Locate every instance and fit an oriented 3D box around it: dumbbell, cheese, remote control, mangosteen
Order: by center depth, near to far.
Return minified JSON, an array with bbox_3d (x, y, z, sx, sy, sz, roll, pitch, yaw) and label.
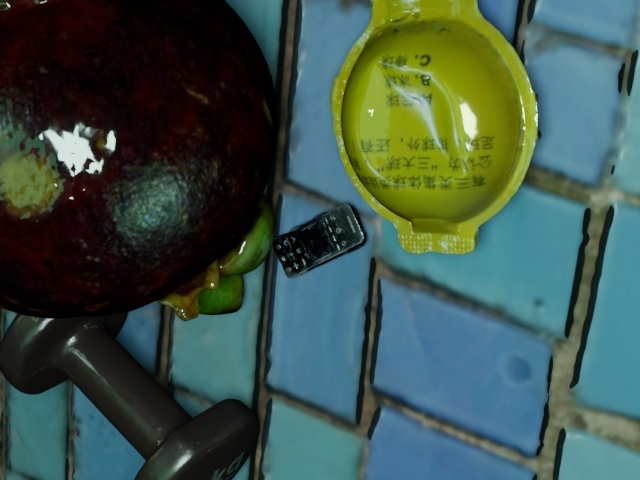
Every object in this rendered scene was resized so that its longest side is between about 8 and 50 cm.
[{"bbox_3d":[0.077,-0.123,0.969,0.176,0.069,0.271,0,99,36],"label":"cheese"},{"bbox_3d":[-0.176,-0.054,1.044,0.306,0.306,0.360,13,130,34],"label":"mangosteen"},{"bbox_3d":[0.000,0.000,1.095,0.096,0.014,0.039,-26,87,40],"label":"remote control"},{"bbox_3d":[-0.171,0.139,1.183,0.225,0.140,0.124,41,134,19],"label":"dumbbell"}]
